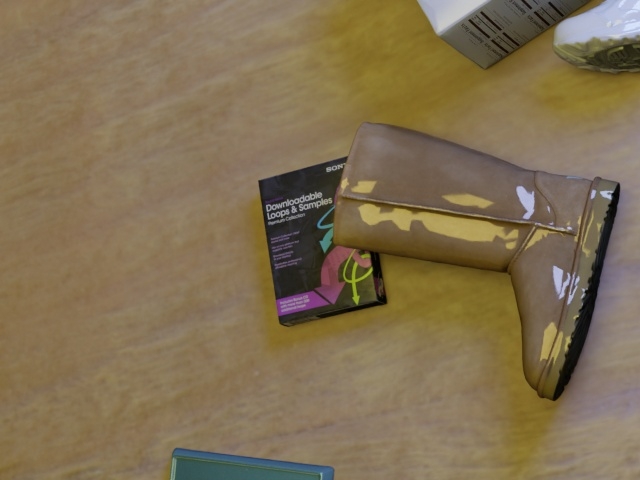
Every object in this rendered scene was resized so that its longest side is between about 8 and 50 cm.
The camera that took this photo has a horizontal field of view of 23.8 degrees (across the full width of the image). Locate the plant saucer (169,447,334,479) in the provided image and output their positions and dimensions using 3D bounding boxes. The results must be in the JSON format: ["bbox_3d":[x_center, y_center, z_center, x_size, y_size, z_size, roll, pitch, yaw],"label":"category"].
[{"bbox_3d":[-0.079,0.263,1.611,0.192,0.018,0.067,3,83,25],"label":"plant saucer"}]

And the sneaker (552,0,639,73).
[{"bbox_3d":[0.333,-0.239,1.474,0.232,0.090,0.115,-16,69,12],"label":"sneaker"}]

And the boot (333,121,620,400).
[{"bbox_3d":[0.140,0.018,1.503,0.269,0.089,0.236,12,74,19],"label":"boot"}]

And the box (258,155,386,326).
[{"bbox_3d":[0.000,0.000,1.608,0.116,0.029,0.162,-15,75,21],"label":"box"}]

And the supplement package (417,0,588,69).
[{"bbox_3d":[0.180,-0.315,1.508,0.203,0.149,0.194,-32,71,16],"label":"supplement package"}]
